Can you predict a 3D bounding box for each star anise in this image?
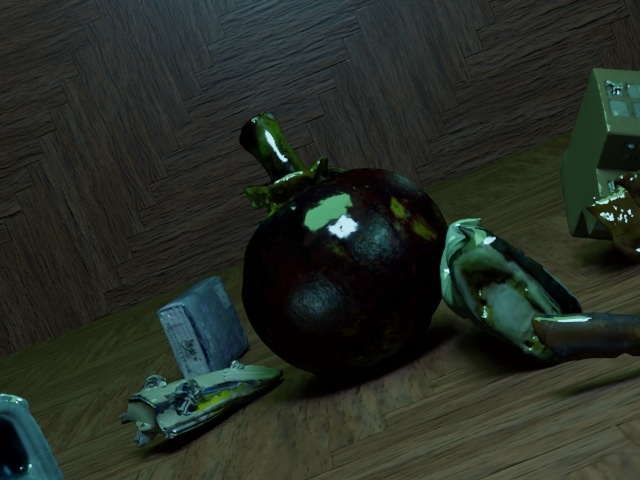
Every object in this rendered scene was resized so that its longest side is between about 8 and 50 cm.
[{"bbox_3d":[0.302,-0.004,0.960,0.346,0.148,0.237,-28,-14,-29],"label":"star anise"}]

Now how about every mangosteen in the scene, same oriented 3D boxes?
[{"bbox_3d":[0.000,0.000,1.246,0.231,0.289,0.231,-42,-1,-1],"label":"mangosteen"}]

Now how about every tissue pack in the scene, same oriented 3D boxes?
[{"bbox_3d":[-0.151,0.117,1.569,0.051,0.112,0.156,-21,6,16],"label":"tissue pack"}]

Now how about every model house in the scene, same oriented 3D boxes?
[{"bbox_3d":[0.398,-0.066,1.254,0.248,0.181,0.176,3,49,-2],"label":"model house"}]

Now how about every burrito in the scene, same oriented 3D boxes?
[{"bbox_3d":[0.164,0.045,1.101,0.089,0.144,0.229,-46,-2,2],"label":"burrito"}]

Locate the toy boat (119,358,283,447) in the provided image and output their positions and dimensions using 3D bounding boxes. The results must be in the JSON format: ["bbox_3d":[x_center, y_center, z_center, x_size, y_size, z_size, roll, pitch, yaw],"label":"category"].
[{"bbox_3d":[-0.117,0.166,1.295,0.210,0.066,0.084,-12,10,-43],"label":"toy boat"}]

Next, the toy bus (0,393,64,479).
[{"bbox_3d":[-0.313,0.240,0.712,0.199,0.183,0.343,-21,4,44],"label":"toy bus"}]
